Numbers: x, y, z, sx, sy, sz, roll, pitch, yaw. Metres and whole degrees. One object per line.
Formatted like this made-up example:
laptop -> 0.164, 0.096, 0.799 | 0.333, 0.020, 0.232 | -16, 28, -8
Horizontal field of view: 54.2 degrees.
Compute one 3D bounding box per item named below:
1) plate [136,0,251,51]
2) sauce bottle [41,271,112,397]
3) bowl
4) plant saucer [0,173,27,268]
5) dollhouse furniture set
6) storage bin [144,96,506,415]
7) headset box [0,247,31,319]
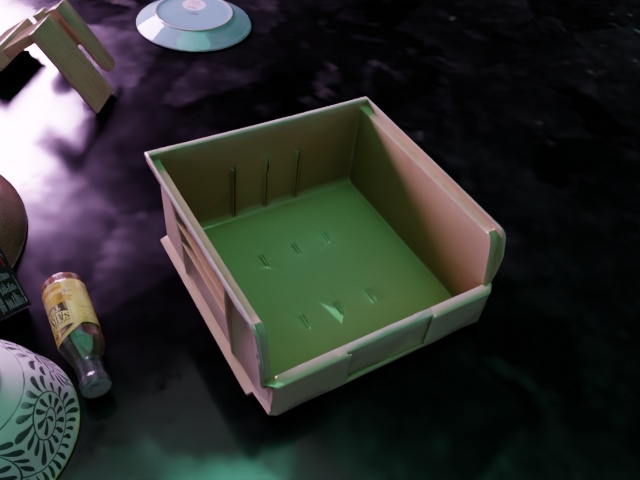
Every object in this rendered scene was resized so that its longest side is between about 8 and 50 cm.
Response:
plate -> -0.208, -0.368, 1.031 | 0.188, 0.024, 0.188 | 3, 46, -4
sauce bottle -> -0.222, 0.085, 0.572 | 0.042, 0.042, 0.128 | -19, 49, -24
bowl -> -0.284, 0.134, 0.489 | 0.170, 0.080, 0.170 | 4, 46, -4
plant saucer -> -0.468, -0.010, 0.629 | 0.310, 0.050, 0.311 | 3, 45, -3
dollhouse furniture set -> -0.381, -0.242, 0.881 | 0.151, 0.123, 0.144 | -17, 39, 25
storage bin -> 0.000, 0.000, 0.631 | 0.262, 0.123, 0.260 | -19, 51, -25
headset box -> -0.322, 0.052, 0.575 | 0.083, 0.032, 0.062 | -31, 99, -31
